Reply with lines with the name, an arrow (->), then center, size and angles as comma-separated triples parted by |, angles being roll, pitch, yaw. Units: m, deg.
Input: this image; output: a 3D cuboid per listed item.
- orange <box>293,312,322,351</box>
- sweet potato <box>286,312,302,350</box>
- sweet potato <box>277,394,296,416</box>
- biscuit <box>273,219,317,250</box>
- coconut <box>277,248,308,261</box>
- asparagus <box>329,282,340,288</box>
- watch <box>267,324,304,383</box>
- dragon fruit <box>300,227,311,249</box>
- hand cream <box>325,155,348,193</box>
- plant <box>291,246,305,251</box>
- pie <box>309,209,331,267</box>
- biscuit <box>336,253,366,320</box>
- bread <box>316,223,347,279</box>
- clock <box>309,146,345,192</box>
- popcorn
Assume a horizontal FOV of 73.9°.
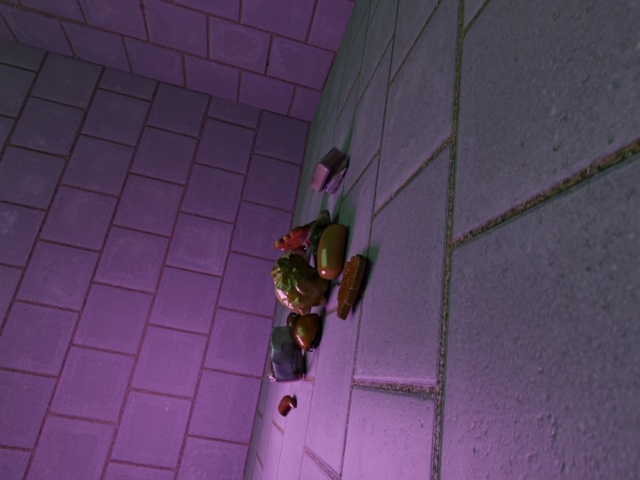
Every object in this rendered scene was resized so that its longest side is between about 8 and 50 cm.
orange -> -0.056, 0.371, 1.738 | 0.170, 0.112, 0.160 | -25, 51, 64
sweet potato -> -0.117, 0.455, 2.088 | 0.112, 0.085, 0.286 | 58, -160, -52
sweet potato -> -0.157, 0.758, 1.964 | 0.255, 0.058, 0.078 | 120, 144, -54
biscuit -> -0.113, -0.009, 2.309 | 0.043, 0.284, 0.306 | 59, 175, 14
coconut -> -0.162, 0.148, 2.419 | 0.194, 0.194, 0.194 | -167, 90, -81
asparagus -> 0.053, 0.171, 1.604 | 0.127, 0.015, 0.018 | 135, 137, -74
watch -> -0.160, 0.475, 1.826 | 0.253, 0.161, 0.241 | -105, 8, -68
dragon fruit -> -0.042, 0.008, 2.153 | 0.147, 0.102, 0.096 | 131, 149, -61
hand cream -> 0.080, -0.293, 1.982 | 0.235, 0.055, 0.086 | 126, 157, -54
plant -> -0.134, 0.062, 2.651 | 0.094, 0.092, 0.143 | 124, 164, -45
pie -> -0.001, 0.005, 1.889 | 0.274, 0.105, 0.257 | -89, 6, -52
biscuit -> 0.100, 0.126, 1.316 | 0.239, 0.041, 0.212 | 115, 170, -53
bread -> 0.039, 0.040, 1.626 | 0.147, 0.098, 0.217 | 132, 148, -65
clock -> 0.033, -0.338, 2.048 | 0.147, 0.071, 0.192 | -47, -8, -32
popcorn -> -0.089, 0.182, 1.760 | 0.215, 0.252, 0.286 | -61, 21, 20
